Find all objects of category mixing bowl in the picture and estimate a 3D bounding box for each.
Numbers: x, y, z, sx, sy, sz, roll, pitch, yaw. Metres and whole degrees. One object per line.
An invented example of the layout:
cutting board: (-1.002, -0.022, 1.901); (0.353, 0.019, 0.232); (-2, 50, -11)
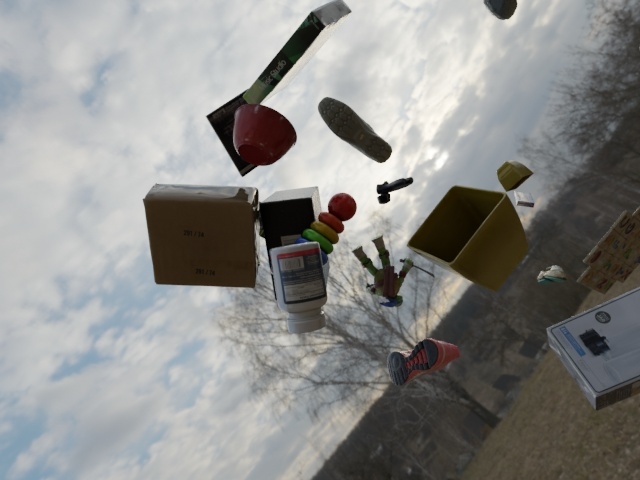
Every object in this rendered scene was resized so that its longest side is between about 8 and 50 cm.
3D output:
mixing bowl: (-0.164, -0.265, 1.172); (0.181, 0.182, 0.098); (76, -150, -61)

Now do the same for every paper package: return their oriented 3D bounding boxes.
paper package: (-0.360, -0.014, 1.376); (0.168, 0.325, 0.309); (-95, 7, -67)

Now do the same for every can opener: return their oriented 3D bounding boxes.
can opener: (0.234, -0.168, 1.370); (0.059, 0.073, 0.186); (-21, -1, -25)

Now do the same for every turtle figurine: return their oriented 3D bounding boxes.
turtle figurine: (0.249, 0.116, 1.688); (0.275, 0.266, 0.198); (-31, 3, -42)

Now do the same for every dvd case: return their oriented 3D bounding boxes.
dvd case: (-0.236, -0.335, 1.367); (0.164, 0.018, 0.221); (-40, -54, -17)

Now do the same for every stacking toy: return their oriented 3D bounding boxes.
stacking toy: (0.000, 0.000, 1.300); (0.330, 0.141, 0.141); (-54, -23, -9)

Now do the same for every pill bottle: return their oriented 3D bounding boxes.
pill bottle: (-0.042, 0.098, 0.920); (0.108, 0.108, 0.180); (-11, -87, -58)

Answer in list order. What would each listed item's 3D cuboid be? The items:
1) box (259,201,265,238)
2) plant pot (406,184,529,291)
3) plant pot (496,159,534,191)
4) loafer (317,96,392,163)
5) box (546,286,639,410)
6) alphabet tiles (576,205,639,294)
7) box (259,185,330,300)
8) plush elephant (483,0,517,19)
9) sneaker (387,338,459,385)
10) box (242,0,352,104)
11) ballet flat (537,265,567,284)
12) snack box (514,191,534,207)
box: (-0.265, -0.091, 1.887); (0.190, 0.184, 0.045); (-49, 29, 48)
plant pot: (0.392, 0.006, 1.110); (0.187, 0.212, 0.212); (39, -92, -22)
plant pot: (0.649, -0.226, 1.474); (0.081, 0.083, 0.081); (-16, -25, -40)
loafer: (0.121, -0.394, 1.575); (0.112, 0.319, 0.111); (-48, 10, 8)
box: (0.645, 0.200, 0.884); (0.290, 0.169, 0.087); (-27, -46, 10)
alphabet tiles: (0.893, 0.030, 1.280); (0.343, 0.011, 0.285); (17, -68, -39)
box: (-0.080, -0.001, 1.566); (0.312, 0.179, 0.343); (-70, -27, -76)
plush elephant: (0.414, -0.663, 0.816); (0.255, 0.272, 0.330); (-43, 1, -21)
sneaker: (0.343, 0.415, 1.462); (0.136, 0.115, 0.314); (6, -29, -25)
box: (-0.068, -0.527, 1.233); (0.322, 0.058, 0.232); (-37, 14, 39)
ballet flat: (0.908, 0.131, 1.707); (0.206, 0.073, 0.067); (68, -138, -81)
snack box: (0.837, -0.171, 1.792); (0.178, 0.064, 0.022); (-43, -40, -63)
